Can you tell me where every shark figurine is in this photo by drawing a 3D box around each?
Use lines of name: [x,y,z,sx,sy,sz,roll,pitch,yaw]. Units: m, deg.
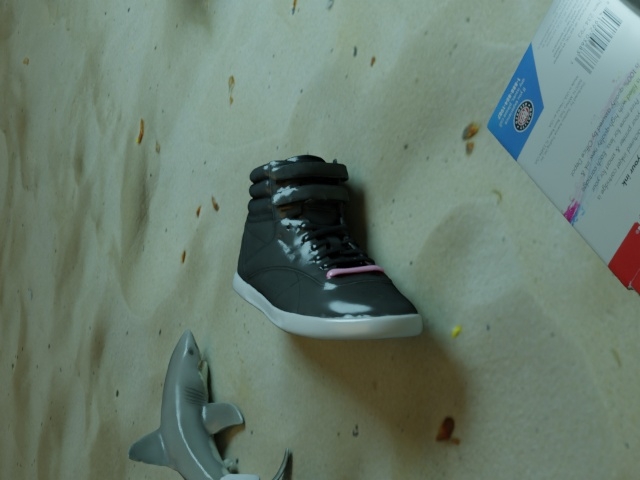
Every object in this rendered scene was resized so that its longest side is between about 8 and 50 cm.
shark figurine: [-0.144,0.236,1.191,0.278,0.116,0.166,47,126,52]

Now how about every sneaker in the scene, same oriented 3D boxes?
sneaker: [-0.001,0.000,0.995,0.296,0.105,0.146,21,109,62]

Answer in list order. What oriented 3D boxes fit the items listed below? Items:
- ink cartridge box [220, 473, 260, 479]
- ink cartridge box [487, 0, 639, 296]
ink cartridge box: [-0.078,0.361,1.007,0.206,0.045,0.208,-76,-18,-53]
ink cartridge box: [0.214,-0.059,0.686,0.134,0.078,0.231,-64,37,30]
